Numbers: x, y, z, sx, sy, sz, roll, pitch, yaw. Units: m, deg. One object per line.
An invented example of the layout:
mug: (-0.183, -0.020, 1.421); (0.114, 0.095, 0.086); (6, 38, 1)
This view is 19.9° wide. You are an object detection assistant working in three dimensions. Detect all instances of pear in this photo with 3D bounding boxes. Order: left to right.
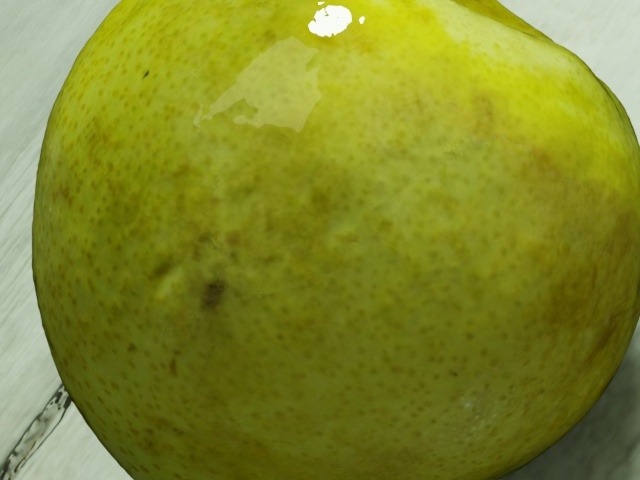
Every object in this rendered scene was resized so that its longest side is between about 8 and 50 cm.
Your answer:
pear: (0.000, 0.000, 0.895); (0.304, 0.304, 0.304); (-31, 39, 29)
